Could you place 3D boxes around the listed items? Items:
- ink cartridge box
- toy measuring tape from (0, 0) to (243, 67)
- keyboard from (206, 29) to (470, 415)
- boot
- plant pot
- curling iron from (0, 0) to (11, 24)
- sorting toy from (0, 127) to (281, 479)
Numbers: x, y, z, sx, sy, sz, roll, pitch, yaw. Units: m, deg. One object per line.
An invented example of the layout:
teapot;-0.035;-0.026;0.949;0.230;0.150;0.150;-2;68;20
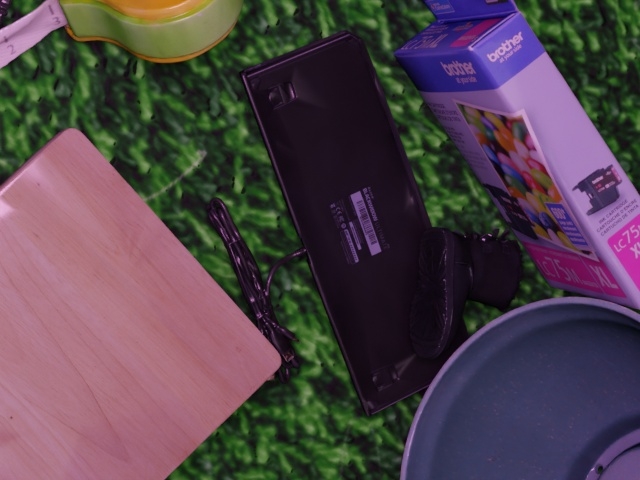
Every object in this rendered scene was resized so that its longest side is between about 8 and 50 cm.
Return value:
ink cartridge box;0.166;-0.088;1.481;0.065;0.186;0.311;-36;104;-11
toy measuring tape;-0.167;-0.163;1.394;0.330;0.121;0.121;-37;105;-14
keyboard;0.000;0.000;1.513;0.202;0.033;0.317;-24;101;-23
boot;0.127;0.045;1.537;0.099;0.045;0.121;10;82;-42
plant pot;0.240;0.215;1.501;0.196;0.293;0.293;27;84;-47
curling iron;-0.294;-0.287;1.388;0.068;0.035;0.274;-14;99;-22
sorting toy;-0.212;0.087;1.415;0.255;0.089;0.257;-44;106;-11
